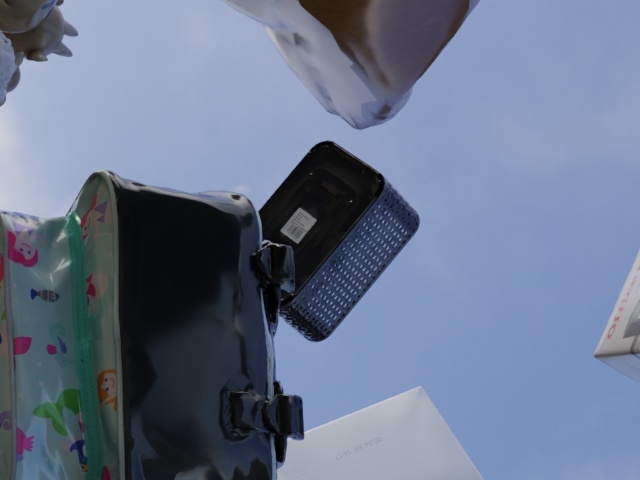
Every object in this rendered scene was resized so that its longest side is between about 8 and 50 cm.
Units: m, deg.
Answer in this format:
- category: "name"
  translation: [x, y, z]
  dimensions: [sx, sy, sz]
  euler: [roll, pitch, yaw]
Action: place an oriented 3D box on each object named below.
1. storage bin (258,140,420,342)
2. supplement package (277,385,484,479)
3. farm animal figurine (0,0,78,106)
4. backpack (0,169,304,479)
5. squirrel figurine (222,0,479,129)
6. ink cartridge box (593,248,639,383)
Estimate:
- category: "storage bin"
  translation: [0.000, 0.000, 1.852]
  dimensions: [0.180, 0.084, 0.122]
  euler: [-50, -133, -4]
- category: "supplement package"
  translation: [0.041, 0.312, 1.923]
  dimensions: [0.204, 0.262, 0.145]
  euler: [57, -41, 19]
- category: "farm animal figurine"
  translation: [-0.307, -0.265, 1.745]
  dimensions: [0.327, 0.172, 0.330]
  euler: [169, -65, -69]
- category: "backpack"
  translation: [-0.137, 0.100, 1.056]
  dimensions: [0.253, 0.191, 0.225]
  euler: [130, -42, -59]
- category: "squirrel figurine"
  translation: [0.047, -0.295, 0.853]
  dimensions: [0.281, 0.370, 0.397]
  euler: [36, -8, -6]
- category: "ink cartridge box"
  translation: [0.319, 0.038, 1.391]
  dimensions: [0.158, 0.092, 0.218]
  euler: [-64, -173, -11]
